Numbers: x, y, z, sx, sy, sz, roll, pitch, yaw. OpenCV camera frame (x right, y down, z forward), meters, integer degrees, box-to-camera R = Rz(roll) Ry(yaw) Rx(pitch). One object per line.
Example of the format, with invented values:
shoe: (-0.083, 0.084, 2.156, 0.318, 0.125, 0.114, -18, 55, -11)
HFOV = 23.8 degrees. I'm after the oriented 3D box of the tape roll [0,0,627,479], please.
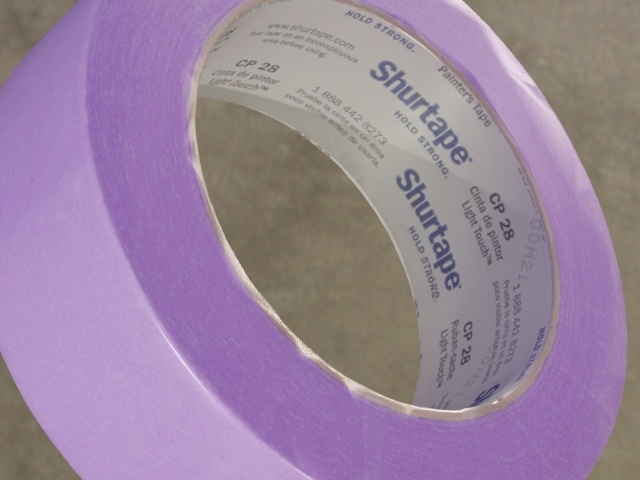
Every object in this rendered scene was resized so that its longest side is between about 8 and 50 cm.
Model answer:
tape roll: (0.000, 0.000, 0.626, 0.275, 0.090, 0.275, 22, 51, -30)
